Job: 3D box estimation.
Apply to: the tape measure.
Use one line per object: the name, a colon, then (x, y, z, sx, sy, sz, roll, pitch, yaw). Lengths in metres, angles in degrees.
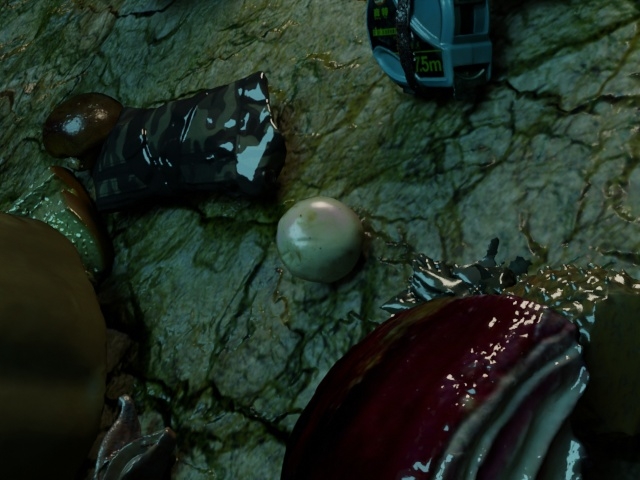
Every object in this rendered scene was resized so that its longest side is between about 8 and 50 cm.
tape measure: (0.098, -0.204, 0.876, 0.125, 0.081, 0.146, 19, 116, 56)

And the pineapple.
pineapple: (0.141, 0.059, 0.678, 0.251, 0.125, 0.125, 12, 73, 59)

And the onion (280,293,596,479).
onion: (0.036, 0.198, 0.590, 0.280, 0.146, 0.314, -18, 75, 51)

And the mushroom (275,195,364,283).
mushroom: (0.000, 0.000, 0.875, 0.083, 0.067, 0.084, -2, 70, 5)

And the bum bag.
bum bag: (-0.164, -0.110, 1.091, 0.340, 0.095, 0.144, -4, 77, 45)

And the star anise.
star anise: (-0.198, 0.270, 0.897, 0.171, 0.063, 0.208, 30, 83, 46)

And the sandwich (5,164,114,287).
sandwich: (-0.343, -0.027, 1.213, 0.090, 0.088, 0.244, -45, 41, 8)

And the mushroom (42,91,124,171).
mushroom: (-0.327, -0.156, 1.303, 0.127, 0.087, 0.127, -19, 34, 13)

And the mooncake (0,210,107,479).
mooncake: (-0.420, 0.140, 1.035, 0.378, 0.200, 0.379, -11, 72, 38)
